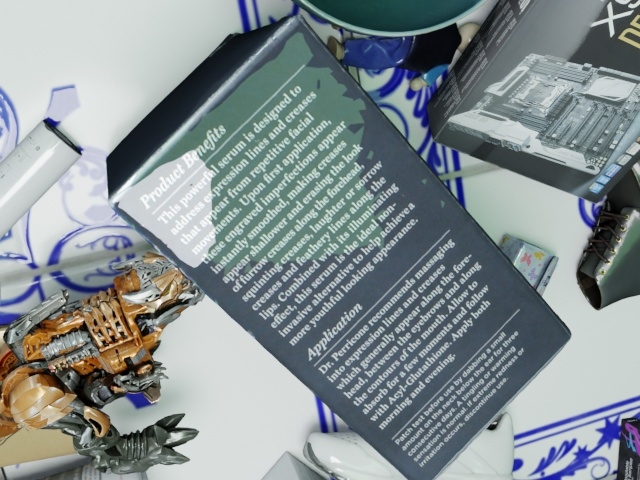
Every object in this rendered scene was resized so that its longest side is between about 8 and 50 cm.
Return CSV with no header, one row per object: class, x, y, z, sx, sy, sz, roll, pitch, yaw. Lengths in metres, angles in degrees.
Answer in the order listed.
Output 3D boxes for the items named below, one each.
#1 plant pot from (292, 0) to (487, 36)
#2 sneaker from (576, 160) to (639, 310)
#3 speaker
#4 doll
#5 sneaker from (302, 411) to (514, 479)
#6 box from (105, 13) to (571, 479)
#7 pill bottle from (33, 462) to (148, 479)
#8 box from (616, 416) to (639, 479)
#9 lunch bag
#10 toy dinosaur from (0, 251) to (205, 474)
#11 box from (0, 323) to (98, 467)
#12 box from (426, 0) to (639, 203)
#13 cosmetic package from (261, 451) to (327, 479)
plant pot,0.041,-0.346,0.750,0.290,0.195,0.290,-3,103,-15
sneaker,0.384,-0.016,0.980,0.118,0.083,0.222,-24,108,-9
speaker,-0.316,-0.059,0.790,0.136,0.055,0.055,-47,110,-2
doll,0.105,-0.237,0.870,0.189,0.046,0.129,0,112,-17
sneaker,0.119,0.262,0.972,0.297,0.111,0.129,10,84,-21
box,0.000,0.000,0.765,0.212,0.293,0.395,-45,109,-3
pill bottle,-0.321,0.347,0.823,0.283,0.161,0.161,-14,105,-12
box,0.471,0.329,1.040,0.029,0.162,0.116,-4,104,-19
lunch bag,0.266,0.040,0.977,0.083,0.053,0.071,24,96,-28
toy dinosaur,-0.247,0.132,0.752,0.322,0.164,0.218,-19,146,18
box,-0.358,0.175,0.849,0.201,0.021,0.164,-8,104,-13
box,0.300,-0.200,0.835,0.242,0.076,0.307,18,133,-19
cosmetic package,0.022,0.406,0.898,0.225,0.224,0.138,42,89,-20
